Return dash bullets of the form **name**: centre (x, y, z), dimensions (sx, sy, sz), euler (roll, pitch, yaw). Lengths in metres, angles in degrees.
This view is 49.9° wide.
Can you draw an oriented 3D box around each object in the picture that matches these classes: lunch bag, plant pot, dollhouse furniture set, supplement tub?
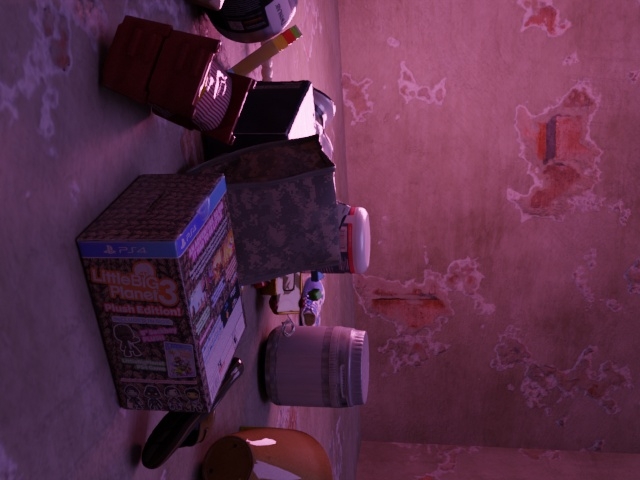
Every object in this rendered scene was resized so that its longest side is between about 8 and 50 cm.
- **lunch bag**: centre (-0.117, -0.051, 1.324), dimensions (0.169, 0.287, 0.235), euler (-114, -166, -52)
- **plant pot**: centre (-0.132, 0.490, 1.443), dimensions (0.254, 0.237, 0.237), euler (46, 42, -53)
- **dollhouse furniture set**: centre (-0.167, -0.356, 1.035), dimensions (0.201, 0.152, 0.374), euler (5, 104, -80)
- **supplement tub**: centre (-0.160, -0.530, 1.275), dimensions (0.316, 0.194, 0.193), euler (62, 30, -70)
- **supplement tub**: centre (0.000, 0.000, 1.967), dimensions (0.191, 0.272, 0.191), euler (0, 90, -80)

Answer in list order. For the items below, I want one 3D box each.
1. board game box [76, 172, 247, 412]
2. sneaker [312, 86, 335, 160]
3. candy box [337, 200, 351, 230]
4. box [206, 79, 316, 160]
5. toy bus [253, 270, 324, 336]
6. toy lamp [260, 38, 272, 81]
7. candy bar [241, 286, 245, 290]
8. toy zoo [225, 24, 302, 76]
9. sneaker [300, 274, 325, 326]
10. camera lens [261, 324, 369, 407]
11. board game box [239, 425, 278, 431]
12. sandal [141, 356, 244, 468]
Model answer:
- **board game box**: centre (-0.223, 0.074, 1.049), dimensions (0.232, 0.141, 0.291), euler (-72, 159, -62)
- **sneaker**: centre (-0.088, -0.231, 1.972), dimensions (0.257, 0.169, 0.447), euler (-60, 172, -19)
- **candy box**: centre (-0.010, -0.017, 1.696), dimensions (0.159, 0.071, 0.233), euler (-65, -171, -6)
- **box**: centre (-0.117, -0.170, 1.549), dimensions (0.294, 0.183, 0.296), euler (-76, 164, -56)
- **toy bus**: centre (-0.108, 0.122, 1.840), dimensions (0.202, 0.104, 0.191), euler (-50, 117, -26)
- **toy lamp**: centre (-0.135, -0.412, 1.762), dimensions (0.080, 0.080, 0.274), euler (-36, 126, -78)
- **candy bar**: centre (-0.178, 0.080, 1.678), dimensions (0.161, 0.018, 0.040), euler (-64, 149, -68)
- **toy zoo**: centre (-0.145, -0.358, 1.404), dimensions (0.030, 0.192, 0.293), euler (54, 20, -15)
- **sneaker**: centre (-0.027, 0.224, 2.377), dimensions (0.081, 0.080, 0.211), euler (52, 38, -80)
- **camera lens**: centre (-0.013, 0.343, 1.881), dimensions (0.219, 0.274, 0.219), euler (0, 90, -80)
- **board game box**: centre (-0.134, 0.498, 1.711), dimensions (0.181, 0.092, 0.043), euler (69, 22, -65)
- **sandal**: centre (-0.195, 0.283, 1.106), dimensions (0.219, 0.090, 0.060), euler (-48, 112, -20)
